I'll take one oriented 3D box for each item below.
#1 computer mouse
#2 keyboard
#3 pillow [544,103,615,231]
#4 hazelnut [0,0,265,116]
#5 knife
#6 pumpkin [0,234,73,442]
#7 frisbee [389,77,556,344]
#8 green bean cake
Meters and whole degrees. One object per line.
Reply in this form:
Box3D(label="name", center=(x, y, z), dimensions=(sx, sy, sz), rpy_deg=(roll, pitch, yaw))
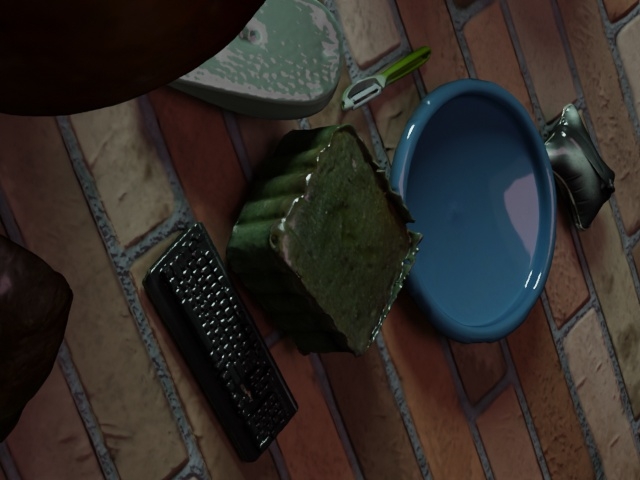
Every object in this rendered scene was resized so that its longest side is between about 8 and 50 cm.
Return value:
Box3D(label="computer mouse", center=(-0.076, -0.183, 1.852), dimensions=(0.231, 0.079, 0.127), rpy_deg=(15, 72, -33))
Box3D(label="keyboard", center=(-0.089, 0.096, 1.851), dimensions=(0.093, 0.025, 0.230), rpy_deg=(-50, 124, -37))
Box3D(label="pillow", center=(0.301, -0.085, 2.323), dimensions=(0.091, 0.055, 0.135), rpy_deg=(-42, 121, -7))
Box3D(label="hazelnut", center=(-0.211, -0.320, 1.483), dimensions=(0.402, 0.402, 0.429), rpy_deg=(-54, 131, -38))
Box3D(label="knife", center=(0.066, -0.170, 2.064), dimensions=(0.184, 0.026, 0.022), rpy_deg=(-35, 153, -49))
Box3D(label="pumpkin", center=(-0.299, 0.076, 1.501), dimensions=(0.312, 0.148, 0.169), rpy_deg=(37, 56, -39))
Box3D(label="frisbee", center=(0.157, -0.032, 2.142), dimensions=(0.289, 0.049, 0.289), rpy_deg=(2, 87, -47))
Box3D(label="green bean cake", center=(0.000, 0.000, 1.911), dimensions=(0.181, 0.094, 0.173), rpy_deg=(52, 51, -36))
